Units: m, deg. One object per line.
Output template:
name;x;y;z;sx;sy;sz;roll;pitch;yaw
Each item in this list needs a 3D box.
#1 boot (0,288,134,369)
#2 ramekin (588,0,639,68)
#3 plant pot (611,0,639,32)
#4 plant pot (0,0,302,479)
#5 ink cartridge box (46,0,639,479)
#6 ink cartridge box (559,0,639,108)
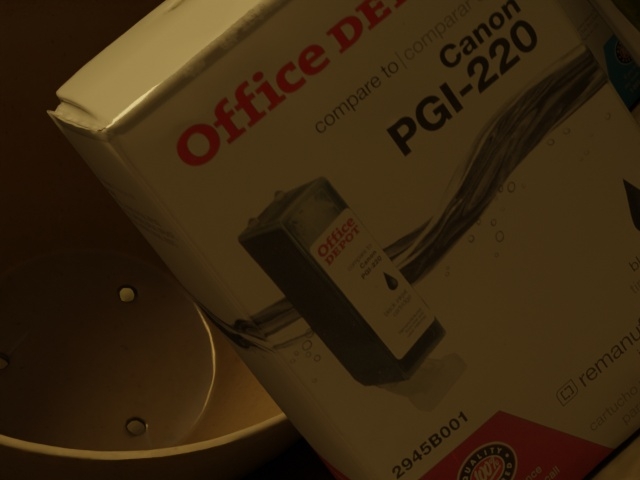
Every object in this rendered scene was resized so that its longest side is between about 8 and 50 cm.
boot;-0.154;0.054;1.001;0.165;0.213;0.077;2;-9;4
ramekin;0.235;-0.170;0.777;0.277;0.135;0.277;-32;19;12
plant pot;0.292;-0.180;0.438;0.366;0.366;0.353;-42;31;-15
plant pot;-0.105;0.013;0.816;0.284;0.284;0.191;-49;-13;-31
ink cartridge box;0.033;-0.011;0.629;0.158;0.218;0.092;-41;19;-10
ink cartridge box;0.082;-0.125;0.869;0.104;0.181;0.061;-47;21;-29
